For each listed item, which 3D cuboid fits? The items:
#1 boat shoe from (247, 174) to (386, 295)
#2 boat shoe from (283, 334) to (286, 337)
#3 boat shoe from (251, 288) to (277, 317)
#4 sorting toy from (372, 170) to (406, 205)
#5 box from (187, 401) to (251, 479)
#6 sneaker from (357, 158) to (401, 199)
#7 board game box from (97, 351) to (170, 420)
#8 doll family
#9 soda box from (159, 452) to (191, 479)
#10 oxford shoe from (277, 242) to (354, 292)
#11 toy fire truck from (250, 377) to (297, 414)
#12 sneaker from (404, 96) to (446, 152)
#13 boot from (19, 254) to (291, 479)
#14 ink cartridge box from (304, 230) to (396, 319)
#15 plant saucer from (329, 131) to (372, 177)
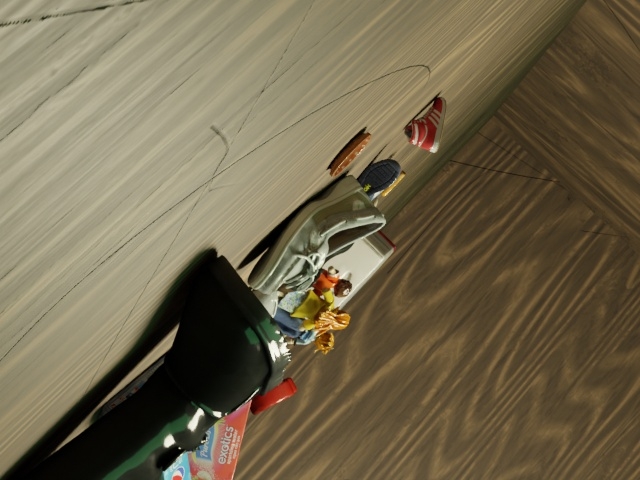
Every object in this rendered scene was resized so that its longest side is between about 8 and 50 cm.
[{"bbox_3d":[-0.001,0.001,1.769,0.118,0.103,0.320,-50,175,36],"label":"boat shoe"},{"bbox_3d":[-0.120,0.226,2.720,0.104,0.089,0.285,-48,176,14],"label":"boat shoe"},{"bbox_3d":[-0.120,0.145,2.081,0.081,0.079,0.227,-40,170,-25],"label":"boat shoe"},{"bbox_3d":[0.038,-0.027,2.287,0.347,0.047,0.196,-46,180,-3],"label":"sorting toy"},{"bbox_3d":[-0.211,0.369,2.157,0.128,0.123,0.256,-137,-120,-84],"label":"box"},{"bbox_3d":[0.097,-0.107,2.079,0.144,0.053,0.059,-40,180,35],"label":"sneaker"},{"bbox_3d":[-0.287,0.266,1.711,0.194,0.060,0.194,-48,174,23],"label":"board game box"},{"bbox_3d":[-0.035,0.149,2.165,0.263,0.163,0.118,-51,-161,48],"label":"doll family"},{"bbox_3d":[-0.280,0.371,1.960,0.067,0.071,0.210,-41,138,-45],"label":"soda box"},{"bbox_3d":[-0.014,0.012,2.032,0.227,0.083,0.096,-42,-168,-36],"label":"oxford shoe"},{"bbox_3d":[-0.201,0.312,2.418,0.254,0.169,0.302,-28,174,-1],"label":"toy fire truck"},{"bbox_3d":[0.193,-0.222,2.080,0.042,0.067,0.118,121,-17,-60],"label":"sneaker"},{"bbox_3d":[-0.254,0.239,1.434,0.445,0.146,0.367,-34,158,-14],"label":"boot"},{"bbox_3d":[0.046,0.064,2.602,0.226,0.131,0.306,-47,174,8],"label":"ink cartridge box"},{"bbox_3d":[0.042,-0.126,1.629,0.083,0.013,0.083,-47,175,-5],"label":"plant saucer"}]
